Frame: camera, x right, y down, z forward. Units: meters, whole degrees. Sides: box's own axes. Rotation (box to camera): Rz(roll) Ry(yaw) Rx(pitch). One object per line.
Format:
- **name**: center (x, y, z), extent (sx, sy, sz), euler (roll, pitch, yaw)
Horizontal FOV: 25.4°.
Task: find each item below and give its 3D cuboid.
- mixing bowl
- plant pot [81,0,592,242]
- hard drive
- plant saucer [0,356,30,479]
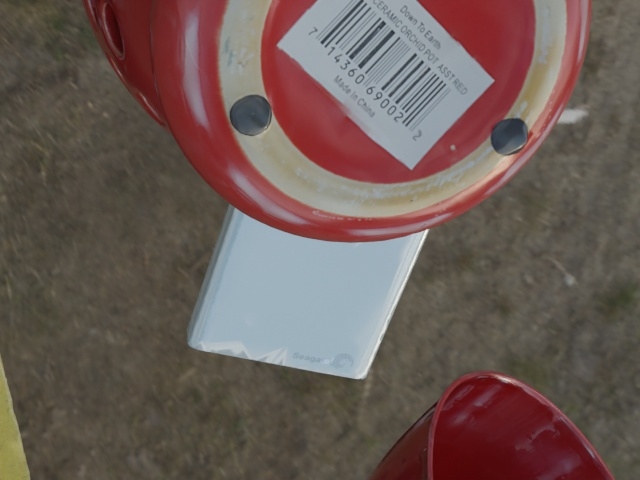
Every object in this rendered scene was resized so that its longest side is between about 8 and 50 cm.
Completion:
- **mixing bowl**: center (0.068, 0.159, 0.628), extent (0.098, 0.181, 0.181), euler (-31, 120, 29)
- **plant pot**: center (0.006, -0.105, 0.572), extent (0.191, 0.174, 0.191), euler (-8, 116, -17)
- **hard drive**: center (0.000, 0.000, 1.457), extent (0.203, 0.040, 0.307), euler (12, 122, -15)
- **plant saucer**: center (-0.374, 0.028, 0.945), extent (0.081, 0.333, 0.332), euler (-36, 121, -53)
